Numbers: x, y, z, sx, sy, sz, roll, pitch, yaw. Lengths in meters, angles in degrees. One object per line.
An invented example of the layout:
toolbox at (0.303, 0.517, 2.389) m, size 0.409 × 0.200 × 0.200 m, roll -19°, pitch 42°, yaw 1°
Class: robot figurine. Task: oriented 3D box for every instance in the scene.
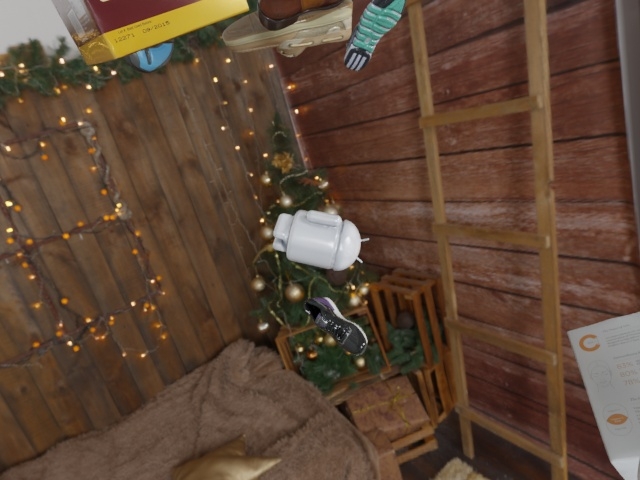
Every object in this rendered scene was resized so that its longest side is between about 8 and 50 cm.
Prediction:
robot figurine at (0.000, 0.000, 1.619) m, size 0.354 × 0.299 × 0.199 m, roll 13°, pitch 54°, yaw 2°

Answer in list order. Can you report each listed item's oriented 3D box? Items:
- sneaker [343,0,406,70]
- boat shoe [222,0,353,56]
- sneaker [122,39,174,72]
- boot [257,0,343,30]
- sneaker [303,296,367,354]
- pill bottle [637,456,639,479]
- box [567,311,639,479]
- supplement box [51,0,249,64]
sneaker at (0.120, -0.534, 1.037) m, size 0.083 × 0.098 × 0.223 m, roll 15°, pitch -38°, yaw -27°
boat shoe at (-0.075, -0.524, 1.084) m, size 0.341 × 0.110 × 0.121 m, roll -17°, pitch 52°, yaw -8°
sneaker at (-0.410, -0.448, 0.876) m, size 0.140 × 0.340 × 0.125 m, roll -42°, pitch -26°, yaw 27°
boot at (0.004, -0.507, 0.733) m, size 0.264 × 0.096 × 0.280 m, roll -29°, pitch 6°, yaw -10°
sneaker at (0.039, 0.309, 1.514) m, size 0.124 × 0.107 × 0.283 m, roll 14°, pitch 19°, yaw -49°
pill bottle at (0.582, 0.332, 0.455) m, size 0.361 × 0.204 × 0.204 m, roll 21°, pitch 24°, yaw 7°
box at (0.762, 0.363, 0.990) m, size 0.215 × 0.168 × 0.345 m, roll -28°, pitch 30°, yaw 32°
supplement box at (-0.192, -0.281, 0.383) m, size 0.129 × 0.194 × 0.191 m, roll -32°, pitch 33°, yaw -21°
